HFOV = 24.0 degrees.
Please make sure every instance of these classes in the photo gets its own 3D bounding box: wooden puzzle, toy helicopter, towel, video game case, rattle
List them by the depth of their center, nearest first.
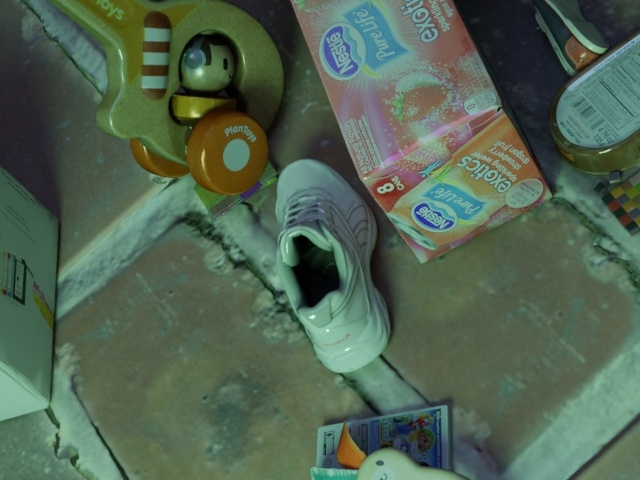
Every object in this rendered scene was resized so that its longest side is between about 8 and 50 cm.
[{"bbox_3d":[0.045,0.211,1.185,0.130,0.142,0.200,-50,60,20],"label":"rattle"},{"bbox_3d":[0.053,0.190,1.284,0.122,0.011,0.087,-13,53,21],"label":"video game case"},{"bbox_3d":[0.279,-0.034,1.318,0.049,0.006,0.083,-35,49,3],"label":"wooden puzzle"},{"bbox_3d":[-0.165,-0.215,1.446,0.140,0.355,0.235,18,77,51],"label":"toy helicopter"},{"bbox_3d":[-0.087,-0.059,1.530,0.083,0.009,0.060,-36,48,1],"label":"towel"}]

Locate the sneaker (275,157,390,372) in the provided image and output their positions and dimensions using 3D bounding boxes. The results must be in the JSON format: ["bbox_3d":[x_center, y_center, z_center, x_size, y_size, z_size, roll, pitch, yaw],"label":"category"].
[{"bbox_3d":[0.000,0.000,1.373,0.090,0.115,0.232,-26,50,10],"label":"sneaker"}]

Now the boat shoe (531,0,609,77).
[{"bbox_3d":[0.228,-0.207,1.439,0.043,0.049,0.137,-62,40,34],"label":"boat shoe"}]

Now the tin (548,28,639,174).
[{"bbox_3d":[0.293,-0.136,1.361,0.189,0.040,0.106,-36,53,2],"label":"tin"}]

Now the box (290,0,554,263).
[{"bbox_3d":[0.085,-0.152,1.407,0.142,0.154,0.300,-27,51,9],"label":"box"}]

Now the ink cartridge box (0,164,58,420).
[{"bbox_3d":[-0.379,0.054,1.505,0.171,0.168,0.233,-18,52,18],"label":"ink cartridge box"}]
